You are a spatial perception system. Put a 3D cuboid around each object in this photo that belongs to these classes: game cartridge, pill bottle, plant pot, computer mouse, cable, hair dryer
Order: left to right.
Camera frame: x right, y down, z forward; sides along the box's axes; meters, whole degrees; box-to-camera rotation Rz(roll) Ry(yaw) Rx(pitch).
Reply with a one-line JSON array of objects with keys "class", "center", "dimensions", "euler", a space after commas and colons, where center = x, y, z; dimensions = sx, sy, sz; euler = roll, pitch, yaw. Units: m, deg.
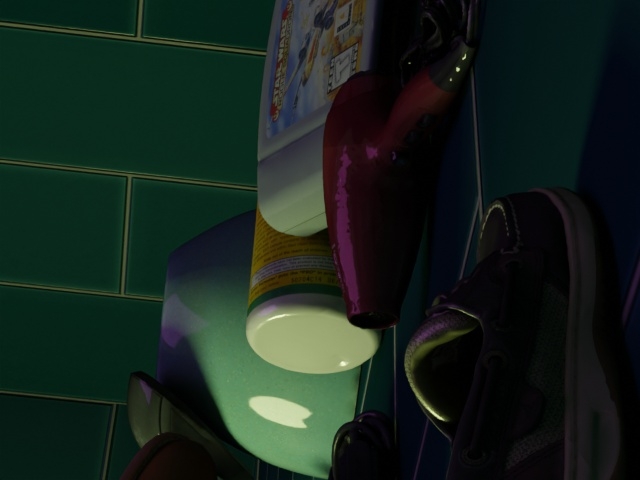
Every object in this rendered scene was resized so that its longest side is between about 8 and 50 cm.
[{"class": "computer mouse", "center": [-0.097, 0.240, 1.781], "dimensions": [0.060, 0.184, 0.262], "euler": [-48, -46, -11]}, {"class": "plant pot", "center": [-0.064, 0.090, 1.834], "dimensions": [0.290, 0.195, 0.290], "euler": [-174, 90, -86]}, {"class": "pill bottle", "center": [0.000, 0.000, 1.576], "dimensions": [0.117, 0.117, 0.208], "euler": [101, 174, -57]}, {"class": "game cartridge", "center": [0.018, -0.160, 1.485], "dimensions": [0.198, 0.062, 0.297], "euler": [-22, 57, 54]}, {"class": "cable", "center": [0.032, 0.213, 1.351], "dimensions": [0.184, 0.047, 0.151], "euler": [-97, 8, -64]}, {"class": "hair dryer", "center": [0.047, -0.081, 1.243], "dimensions": [0.223, 0.080, 0.294], "euler": [-98, 14, -74]}]

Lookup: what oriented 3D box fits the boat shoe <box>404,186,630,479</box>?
[{"class": "boat shoe", "center": [0.069, 0.044, 0.684], "dimensions": [0.223, 0.073, 0.080], "euler": [-90, 7, -57]}]

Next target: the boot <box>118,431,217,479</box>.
[{"class": "boot", "center": [-0.048, 0.248, 1.184], "dimensions": [0.109, 0.220, 0.283], "euler": [47, -137, -39]}]
